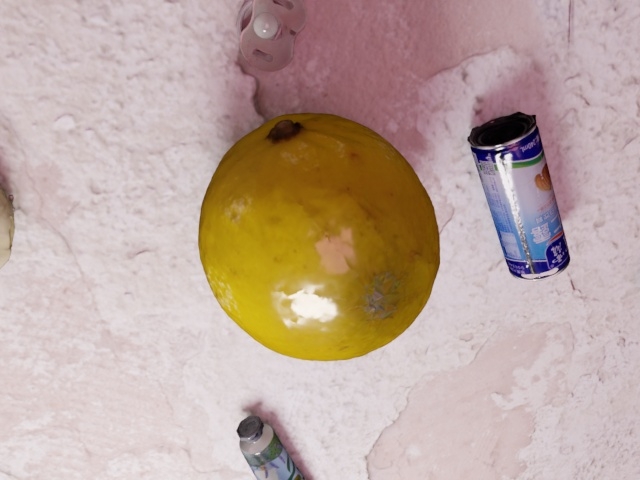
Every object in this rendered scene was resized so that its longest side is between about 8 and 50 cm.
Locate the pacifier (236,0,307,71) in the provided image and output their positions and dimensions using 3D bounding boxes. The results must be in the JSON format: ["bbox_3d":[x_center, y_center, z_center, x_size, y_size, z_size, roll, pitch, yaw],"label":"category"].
[{"bbox_3d":[-0.063,-0.250,0.680,0.081,0.078,0.099,23,107,0],"label":"pacifier"}]

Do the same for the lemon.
[{"bbox_3d":[0.000,0.000,0.692,0.297,0.297,0.297,-5,114,-12],"label":"lemon"}]

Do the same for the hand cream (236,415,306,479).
[{"bbox_3d":[-0.066,0.393,0.970,0.091,0.058,0.271,-22,122,-1],"label":"hand cream"}]

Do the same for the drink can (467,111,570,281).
[{"bbox_3d":[0.290,-0.059,0.844,0.097,0.097,0.235,-27,116,-2],"label":"drink can"}]

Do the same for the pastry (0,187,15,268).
[{"bbox_3d":[-0.437,-0.017,0.676,0.166,0.088,0.165,-5,111,-14],"label":"pastry"}]
